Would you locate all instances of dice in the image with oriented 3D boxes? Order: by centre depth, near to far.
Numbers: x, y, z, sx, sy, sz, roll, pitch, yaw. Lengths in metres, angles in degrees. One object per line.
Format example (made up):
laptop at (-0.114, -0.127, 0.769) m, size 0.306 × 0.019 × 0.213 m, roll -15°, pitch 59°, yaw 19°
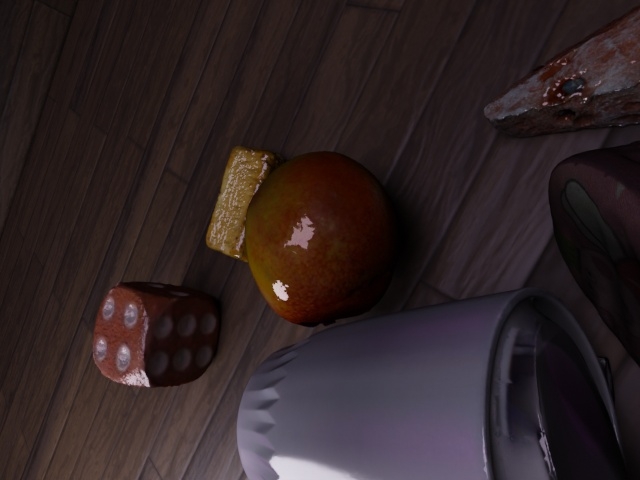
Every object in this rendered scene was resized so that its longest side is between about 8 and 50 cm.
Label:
dice at (-0.313, 0.174, 0.831) m, size 0.179 × 0.174 × 0.174 m, roll 4°, pitch 84°, yaw 40°

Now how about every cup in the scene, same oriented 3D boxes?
cup at (0.093, 0.197, 0.452) m, size 0.371 × 0.253 × 0.254 m, roll -19°, pitch 70°, yaw 47°

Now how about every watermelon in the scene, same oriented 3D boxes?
watermelon at (0.306, -0.187, 0.473) m, size 0.241 × 0.094 × 0.154 m, roll -20°, pitch 63°, yaw 37°

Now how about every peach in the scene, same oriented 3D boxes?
peach at (0.000, 0.000, 0.590) m, size 0.230 × 0.231 × 0.231 m, roll -8°, pitch 77°, yaw 37°

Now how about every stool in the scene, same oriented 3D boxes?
stool at (0.322, 0.018, 0.321) m, size 0.178 × 0.272 × 0.272 m, roll -30°, pitch 64°, yaw 13°

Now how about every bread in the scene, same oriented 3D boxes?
bread at (-0.134, -0.068, 0.791) m, size 0.113 × 0.083 × 0.211 m, roll 19°, pitch 94°, yaw 34°

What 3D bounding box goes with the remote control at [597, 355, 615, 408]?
remote control at (0.277, 0.225, 0.448) m, size 0.059 × 0.028 × 0.212 m, roll -8°, pitch 77°, yaw 41°
